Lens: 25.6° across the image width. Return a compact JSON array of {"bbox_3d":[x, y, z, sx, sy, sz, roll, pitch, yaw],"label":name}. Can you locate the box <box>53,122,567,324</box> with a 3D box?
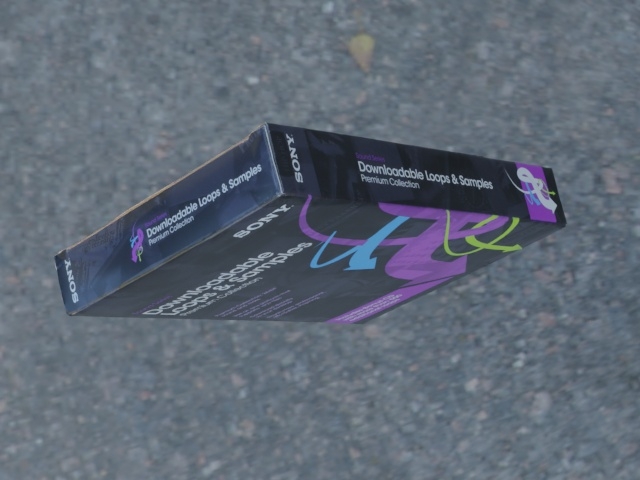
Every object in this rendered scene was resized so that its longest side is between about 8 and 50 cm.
[{"bbox_3d":[0.000,0.000,0.526,0.116,0.162,0.029,-29,67,39],"label":"box"}]
